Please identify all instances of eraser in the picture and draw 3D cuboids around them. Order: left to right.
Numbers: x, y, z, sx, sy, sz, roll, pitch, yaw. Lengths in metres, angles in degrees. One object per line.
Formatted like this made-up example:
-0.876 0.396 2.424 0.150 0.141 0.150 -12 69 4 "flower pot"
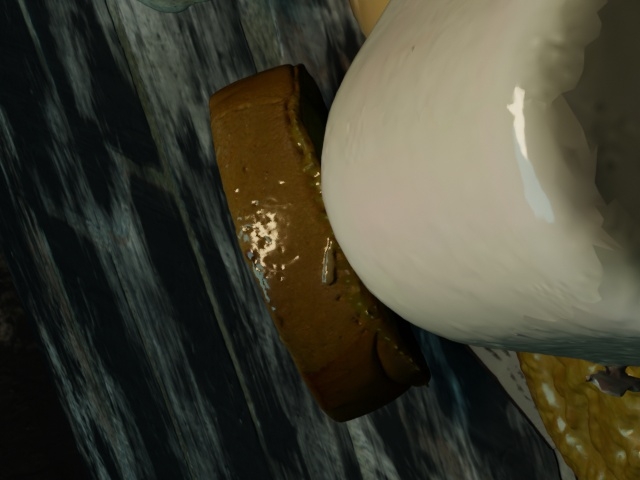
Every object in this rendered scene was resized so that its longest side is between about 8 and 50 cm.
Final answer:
0.179 -0.107 0.508 0.331 0.331 0.150 66 160 -1 "eraser"

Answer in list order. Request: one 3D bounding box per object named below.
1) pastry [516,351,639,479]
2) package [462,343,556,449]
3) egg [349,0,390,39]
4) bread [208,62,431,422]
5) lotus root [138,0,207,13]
0.170 0.055 0.897 0.189 0.103 0.189 54 158 34 "pastry"
0.103 0.009 1.095 0.251 0.062 0.204 61 162 3 "package"
0.106 -0.131 0.703 0.201 0.201 0.245 -161 62 -65 "egg"
0.000 0.000 1.223 0.236 0.070 0.236 -22 -90 -83 "bread"
-0.122 -0.306 1.199 0.158 0.140 0.322 8 118 69 "lotus root"
